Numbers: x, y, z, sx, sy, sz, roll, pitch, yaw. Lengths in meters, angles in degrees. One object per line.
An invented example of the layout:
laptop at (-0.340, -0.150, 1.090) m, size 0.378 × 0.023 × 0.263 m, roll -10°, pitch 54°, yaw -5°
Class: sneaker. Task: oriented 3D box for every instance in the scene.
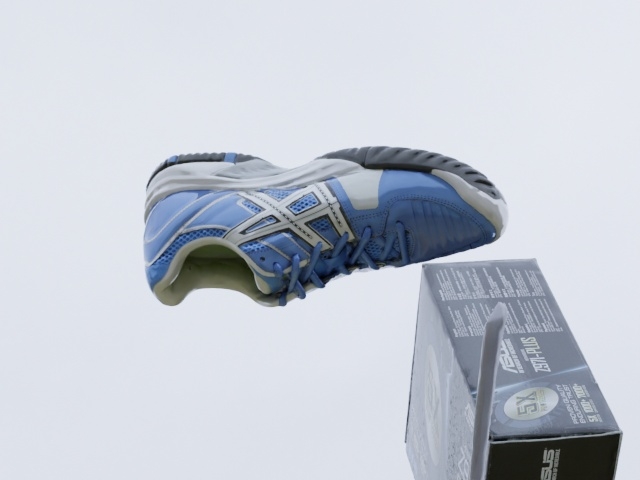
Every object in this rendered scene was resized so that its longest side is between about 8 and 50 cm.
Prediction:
sneaker at (0.000, 0.000, 0.912) m, size 0.211 × 0.081 × 0.080 m, roll -4°, pitch -38°, yaw 18°

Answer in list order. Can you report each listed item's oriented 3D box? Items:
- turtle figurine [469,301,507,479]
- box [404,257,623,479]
turtle figurine at (0.135, 0.172, 0.639) m, size 0.198 × 0.266 × 0.274 m, roll 16°, pitch -49°, yaw -5°
box at (0.109, 0.120, 0.989) m, size 0.078 × 0.180 × 0.147 m, roll -2°, pitch -57°, yaw -9°
